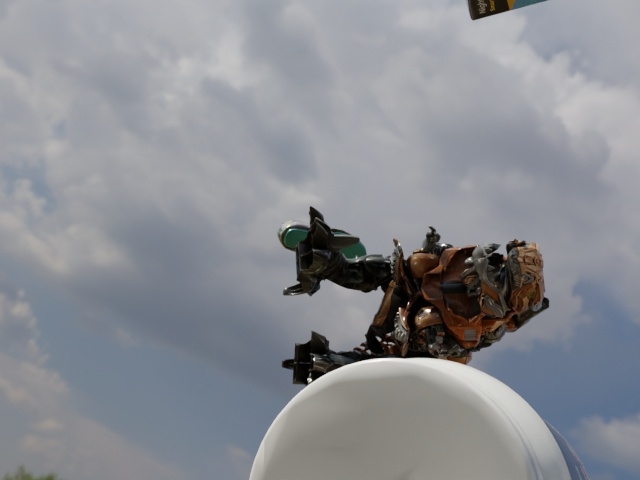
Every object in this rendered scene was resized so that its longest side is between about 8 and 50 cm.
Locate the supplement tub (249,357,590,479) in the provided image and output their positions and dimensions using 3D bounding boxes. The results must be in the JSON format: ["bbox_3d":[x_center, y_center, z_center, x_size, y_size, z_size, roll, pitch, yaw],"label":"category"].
[{"bbox_3d":[0.081,0.185,0.625,0.191,0.191,0.272,15,-11,24],"label":"supplement tub"}]

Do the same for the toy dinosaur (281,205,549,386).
[{"bbox_3d":[0.084,0.082,0.869,0.219,0.164,0.322,6,-44,-16],"label":"toy dinosaur"}]

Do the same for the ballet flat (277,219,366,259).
[{"bbox_3d":[0.000,0.000,1.059,0.114,0.041,0.041,15,-17,-29],"label":"ballet flat"}]

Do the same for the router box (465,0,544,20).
[{"bbox_3d":[0.183,-0.291,0.818,0.133,0.046,0.179,-14,-39,9],"label":"router box"}]
